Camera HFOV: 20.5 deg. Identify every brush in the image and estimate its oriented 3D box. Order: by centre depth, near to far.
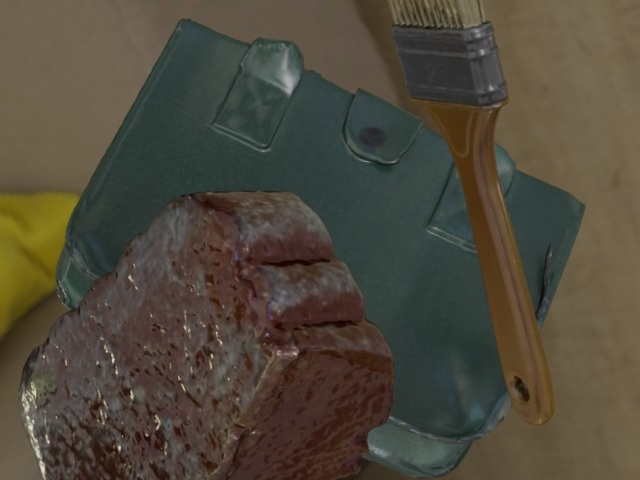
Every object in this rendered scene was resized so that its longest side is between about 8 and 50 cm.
[{"bbox_3d":[0.046,-0.020,0.523,0.043,0.014,0.170,16,126,58],"label":"brush"}]

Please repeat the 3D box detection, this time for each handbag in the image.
[{"bbox_3d":[0.000,0.001,1.231,0.326,0.238,0.089,24,155,1],"label":"handbag"}]

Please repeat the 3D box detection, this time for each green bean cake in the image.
[{"bbox_3d":[-0.057,0.098,0.954,0.232,0.097,0.198,-48,60,36],"label":"green bean cake"}]
